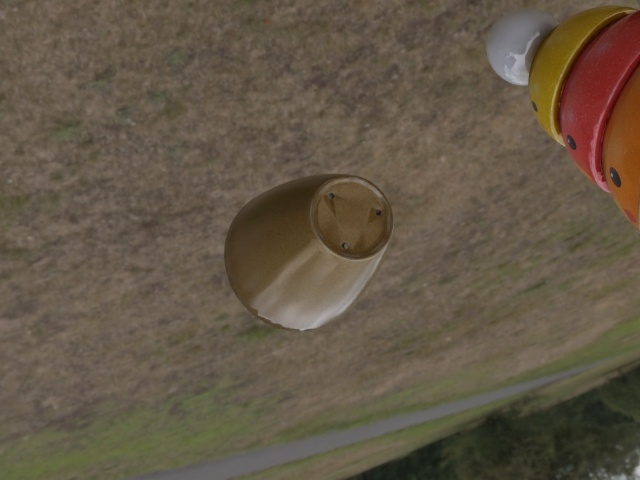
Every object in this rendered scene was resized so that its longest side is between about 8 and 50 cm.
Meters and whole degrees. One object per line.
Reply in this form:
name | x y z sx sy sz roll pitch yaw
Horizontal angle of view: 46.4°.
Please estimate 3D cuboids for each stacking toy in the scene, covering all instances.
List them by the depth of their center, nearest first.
stacking toy | 0.421 -0.213 1.064 0.351 0.480 0.350 -19 128 -26

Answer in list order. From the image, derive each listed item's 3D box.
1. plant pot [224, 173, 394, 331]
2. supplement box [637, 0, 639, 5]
plant pot | 0.000 0.000 1.084 0.237 0.237 0.254 -16 172 -21
supplement box | 0.495 -0.457 1.028 0.130 0.073 0.239 16 98 -44
